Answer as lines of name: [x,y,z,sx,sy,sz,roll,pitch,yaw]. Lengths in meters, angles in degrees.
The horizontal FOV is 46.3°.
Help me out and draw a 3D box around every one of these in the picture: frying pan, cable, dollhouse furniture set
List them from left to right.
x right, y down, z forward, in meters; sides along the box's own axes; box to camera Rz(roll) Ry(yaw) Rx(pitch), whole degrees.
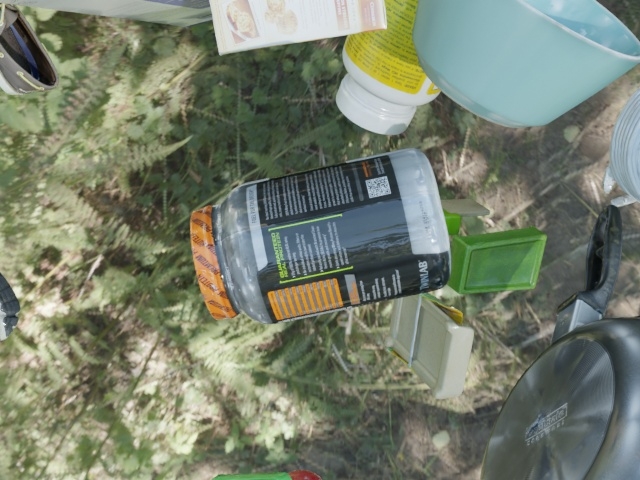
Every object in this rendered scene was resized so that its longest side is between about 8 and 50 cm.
dollhouse furniture set: [0.236,0.095,1.281,0.151,0.197,0.302,-5,116,-24]
frying pan: [0.186,0.075,0.490,0.053,0.197,0.326,28,69,-7]
cable: [0.624,-0.170,1.273,0.256,0.089,0.257,-6,115,-2]

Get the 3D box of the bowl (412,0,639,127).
bowl: [0.244,-0.267,0.987,0.311,0.312,0.163,29,124,-6]

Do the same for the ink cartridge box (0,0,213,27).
ink cartridge box: [-0.223,-0.321,0.921,0.165,0.332,0.065,-4,95,32]

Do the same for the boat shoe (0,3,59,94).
boat shoe: [-0.597,-0.403,1.379,0.096,0.117,0.324,3,142,18]

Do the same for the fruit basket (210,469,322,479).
fruit basket: [-0.069,0.523,1.431,0.327,0.353,0.166,-18,71,42]

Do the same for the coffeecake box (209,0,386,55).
coffeecake box: [-0.022,-0.267,0.863,0.185,0.142,0.068,-8,108,5]

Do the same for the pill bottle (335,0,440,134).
pill bottle: [0.149,-0.351,1.247,0.187,0.188,0.334,23,127,-4]

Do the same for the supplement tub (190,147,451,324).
supplement tub: [0.000,0.000,0.596,0.190,0.117,0.117,-11,107,2]

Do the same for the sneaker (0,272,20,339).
sneaker: [-0.492,0.021,0.937,0.109,0.107,0.275,-10,110,30]
